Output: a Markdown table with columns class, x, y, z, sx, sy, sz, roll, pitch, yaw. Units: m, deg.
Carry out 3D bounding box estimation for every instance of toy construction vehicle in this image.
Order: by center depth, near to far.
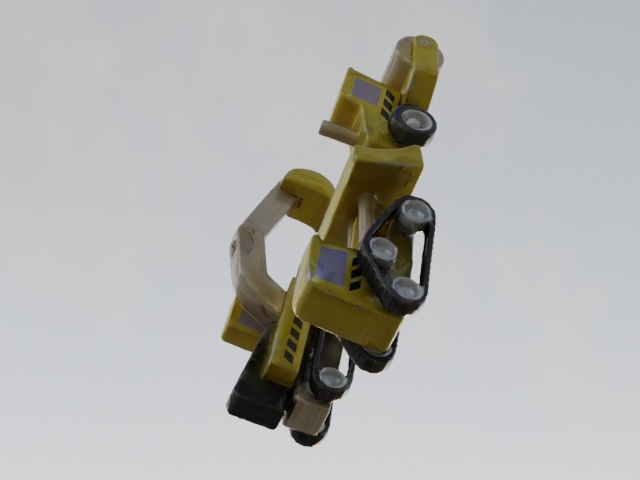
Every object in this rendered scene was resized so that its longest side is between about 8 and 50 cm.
| class | x | y | z | sx | sy | sz | roll | pitch | yaw |
| --- | --- | --- | --- | --- | --- | --- | --- | --- | --- |
| toy construction vehicle | 0.000 | 0.000 | 0.409 | 0.035 | 0.098 | 0.086 | 17 | -43 | -7 |
